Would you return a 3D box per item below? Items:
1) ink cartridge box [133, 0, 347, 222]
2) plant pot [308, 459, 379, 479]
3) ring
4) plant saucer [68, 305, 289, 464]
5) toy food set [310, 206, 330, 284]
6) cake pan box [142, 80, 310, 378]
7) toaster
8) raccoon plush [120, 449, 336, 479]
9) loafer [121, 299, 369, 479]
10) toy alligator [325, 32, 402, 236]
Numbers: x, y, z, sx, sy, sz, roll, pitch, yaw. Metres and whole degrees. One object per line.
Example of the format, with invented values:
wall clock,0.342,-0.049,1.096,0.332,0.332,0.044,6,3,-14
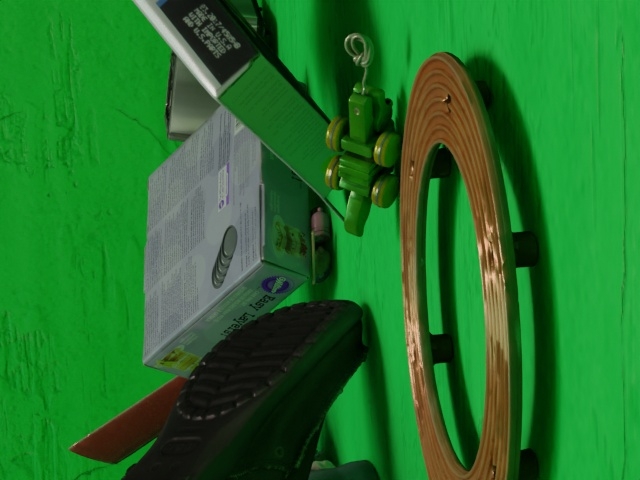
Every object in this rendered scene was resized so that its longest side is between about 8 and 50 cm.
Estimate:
ink cartridge box,-0.091,-0.183,1.808,0.303,0.072,0.307,50,-175,30
plant pot,-0.041,0.358,1.835,0.293,0.196,0.293,177,90,-82
ring,0.097,0.043,1.302,0.336,0.032,0.337,175,90,-82
plant saucer,-0.146,0.172,2.263,0.048,0.259,0.258,57,-173,2
toy food set,0.000,0.000,2.015,0.122,0.019,0.078,-94,3,-73
cake pan box,-0.104,-0.021,2.098,0.246,0.070,0.267,-40,41,41
toaster,-0.126,-0.204,2.381,0.186,0.110,0.168,-108,23,-70
raccoon plush,-0.049,0.372,2.143,0.446,0.216,0.299,68,164,-10
loafer,-0.071,0.197,1.745,0.134,0.366,0.130,0,131,49
toy alligator,0.041,-0.090,1.578,0.051,0.056,0.190,-42,-37,-45
